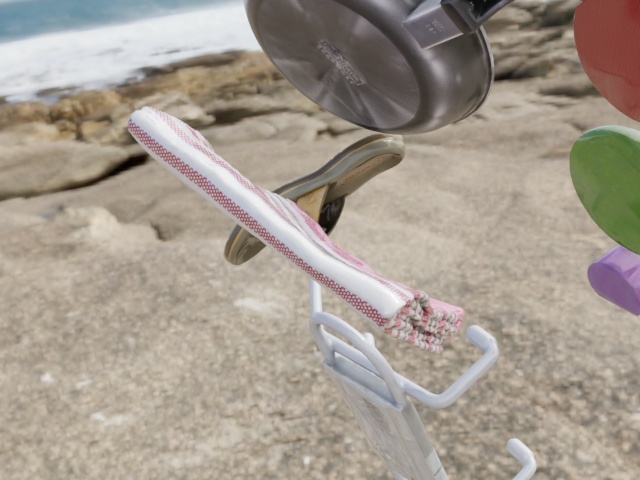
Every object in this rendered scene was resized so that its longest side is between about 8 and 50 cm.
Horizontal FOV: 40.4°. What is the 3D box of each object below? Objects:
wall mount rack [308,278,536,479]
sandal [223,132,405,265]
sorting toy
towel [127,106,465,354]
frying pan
[{"bbox_3d":[0.077,0.143,0.949,0.130,0.350,0.304,-42,42,-19],"label":"wall mount rack"},{"bbox_3d":[-0.003,-0.025,0.713,0.180,0.049,0.072,-31,-14,11],"label":"sandal"},{"bbox_3d":[0.299,-0.084,0.736,0.126,0.365,0.127,-34,49,-16],"label":"sorting toy"},{"bbox_3d":[0.000,0.000,0.430,0.144,0.029,0.197,36,0,18],"label":"towel"},{"bbox_3d":[0.072,-0.123,0.555,0.326,0.197,0.053,18,65,38],"label":"frying pan"}]
